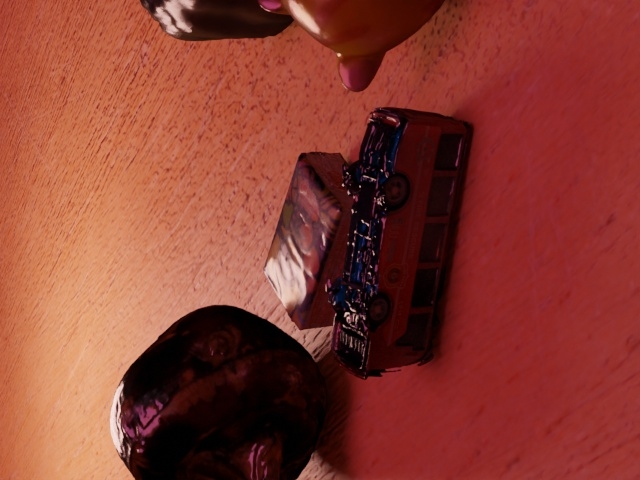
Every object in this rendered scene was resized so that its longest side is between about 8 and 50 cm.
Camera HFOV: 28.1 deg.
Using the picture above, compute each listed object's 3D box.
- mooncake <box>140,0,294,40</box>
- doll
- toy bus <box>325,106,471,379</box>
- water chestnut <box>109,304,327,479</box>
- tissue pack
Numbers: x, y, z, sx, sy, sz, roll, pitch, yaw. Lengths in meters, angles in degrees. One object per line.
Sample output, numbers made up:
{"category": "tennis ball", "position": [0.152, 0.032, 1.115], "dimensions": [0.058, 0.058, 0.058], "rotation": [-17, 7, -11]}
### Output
{"category": "mooncake", "position": [-0.114, -0.356, 1.378], "dimensions": [0.290, 0.161, 0.290], "rotation": [12, 103, 63]}
{"category": "doll", "position": [0.055, -0.272, 1.066], "dimensions": [0.166, 0.162, 0.269], "rotation": [55, 150, 25]}
{"category": "toy bus", "position": [0.067, 0.003, 1.114], "dimensions": [0.073, 0.096, 0.234], "rotation": [31, 118, 57]}
{"category": "water chestnut", "position": [-0.096, 0.184, 1.314], "dimensions": [0.238, 0.224, 0.223], "rotation": [-115, 35, -43]}
{"category": "tissue pack", "position": [0.000, 0.000, 1.281], "dimensions": [0.108, 0.060, 0.148], "rotation": [55, 136, 46]}
